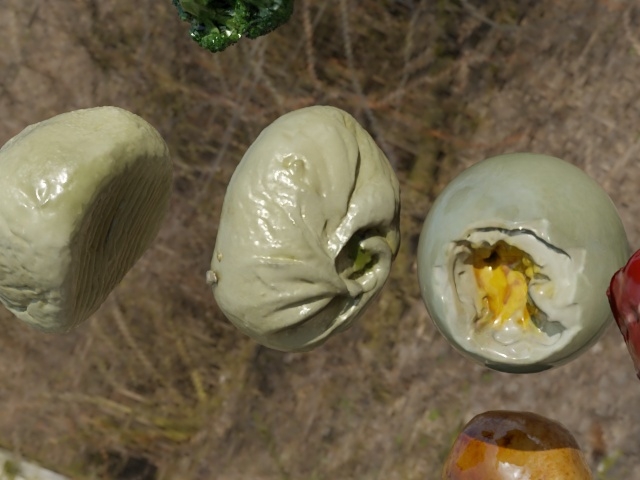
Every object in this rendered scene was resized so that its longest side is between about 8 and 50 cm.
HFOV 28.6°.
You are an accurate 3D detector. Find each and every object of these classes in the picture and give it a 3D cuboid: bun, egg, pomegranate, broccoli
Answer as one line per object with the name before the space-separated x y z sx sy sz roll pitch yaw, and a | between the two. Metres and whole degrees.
bun | -0.380 -0.047 1.833 0.349 0.227 0.352 -64 -12 20
egg | 0.267 0.023 1.651 0.278 0.278 0.336 -59 -5 20
pomegranate | 0.294 0.369 1.864 0.248 0.248 0.248 -56 19 29
bun | 0.000 0.000 1.325 0.259 0.160 0.259 -47 -30 -38
broccoli | -0.163 -0.452 1.977 0.265 0.295 0.245 -13 20 19

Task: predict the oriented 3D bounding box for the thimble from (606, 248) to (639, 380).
thimble | 0.470 0.086 1.231 0.350 0.350 0.231 -44 58 52
